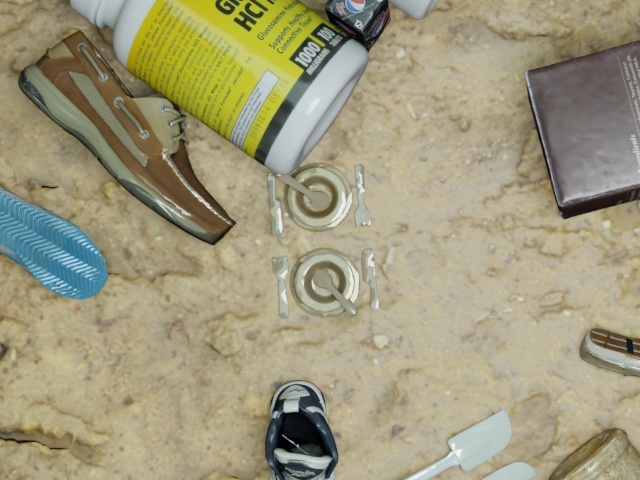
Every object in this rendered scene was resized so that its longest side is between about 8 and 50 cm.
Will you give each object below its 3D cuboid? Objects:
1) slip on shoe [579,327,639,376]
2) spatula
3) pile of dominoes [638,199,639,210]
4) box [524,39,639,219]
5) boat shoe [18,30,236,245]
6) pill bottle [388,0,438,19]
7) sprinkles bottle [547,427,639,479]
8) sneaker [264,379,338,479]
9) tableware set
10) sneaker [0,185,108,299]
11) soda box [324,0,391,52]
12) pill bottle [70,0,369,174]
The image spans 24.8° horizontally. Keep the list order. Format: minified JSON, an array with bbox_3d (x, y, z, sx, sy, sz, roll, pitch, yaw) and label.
[{"bbox_3d":[0.385,0.148,1.790,0.135,0.051,0.041,16,131,-4],"label":"slip on shoe"},{"bbox_3d":[0.165,0.338,1.792,0.242,0.019,0.168,-29,92,-10],"label":"spatula"},{"bbox_3d":[0.479,-0.090,1.797,0.251,0.040,0.196,43,94,11],"label":"pile of dominoes"},{"bbox_3d":[0.360,-0.134,1.715,0.203,0.168,0.167,-14,84,8],"label":"box"},{"bbox_3d":[-0.223,-0.131,1.791,0.324,0.122,0.120,42,89,2],"label":"boat shoe"},{"bbox_3d":[0.064,-0.382,1.767,0.229,0.131,0.131,35,92,3],"label":"pill bottle"},{"bbox_3d":[0.424,0.396,1.745,0.121,0.121,0.355,-39,87,3],"label":"sprinkles bottle"},{"bbox_3d":[-0.021,0.291,1.758,0.094,0.153,0.235,0,90,5],"label":"sneaker"},{"bbox_3d":[0.000,0.000,1.815,0.128,0.039,0.194,-6,89,4],"label":"tableware set"},{"bbox_3d":[-0.364,-0.010,1.819,0.229,0.092,0.087,36,90,-16],"label":"sneaker"},{"bbox_3d":[0.046,-0.272,1.748,0.060,0.169,0.053,35,92,3],"label":"soda box"},{"bbox_3d":[-0.125,-0.243,1.750,0.334,0.188,0.188,35,92,3],"label":"pill bottle"}]
